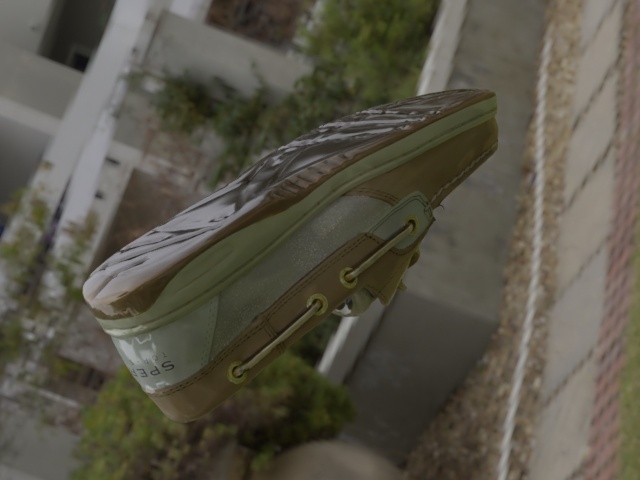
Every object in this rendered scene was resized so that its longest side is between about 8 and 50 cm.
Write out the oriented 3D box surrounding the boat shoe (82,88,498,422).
[{"bbox_3d":[0.000,0.000,0.364,0.135,0.045,0.050,-31,19,-31],"label":"boat shoe"}]
